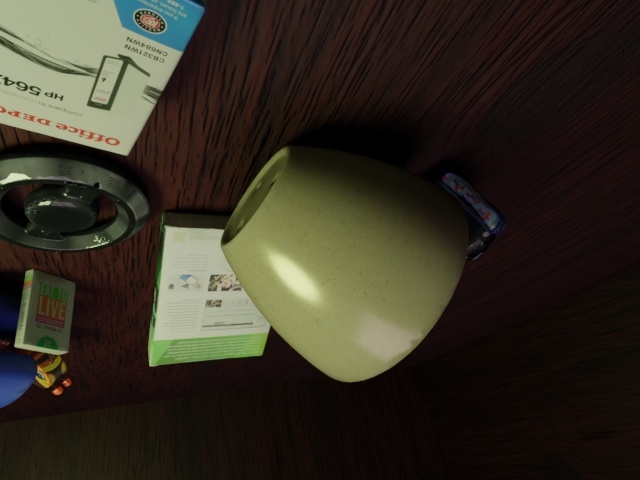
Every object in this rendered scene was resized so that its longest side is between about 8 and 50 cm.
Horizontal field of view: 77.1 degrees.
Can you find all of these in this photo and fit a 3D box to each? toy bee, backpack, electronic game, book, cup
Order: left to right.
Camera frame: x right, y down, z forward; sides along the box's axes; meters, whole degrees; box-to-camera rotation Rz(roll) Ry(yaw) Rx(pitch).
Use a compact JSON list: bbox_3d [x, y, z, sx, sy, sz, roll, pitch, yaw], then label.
[{"bbox_3d":[-0.689,0.306,0.958,0.299,0.162,0.195,-3,-153,44],"label":"toy bee"},{"bbox_3d":[-0.521,0.137,0.761,0.035,0.144,0.096,-16,154,7],"label":"book"},{"bbox_3d":[-0.368,-0.046,0.574,0.230,0.048,0.229,-11,152,-6],"label":"electronic game"},{"bbox_3d":[0.000,0.000,0.585,0.237,0.330,0.331,33,135,-20],"label":"cup"},{"bbox_3d":[0.261,-0.040,0.748,0.117,0.158,0.173,-47,155,22],"label":"backpack"}]

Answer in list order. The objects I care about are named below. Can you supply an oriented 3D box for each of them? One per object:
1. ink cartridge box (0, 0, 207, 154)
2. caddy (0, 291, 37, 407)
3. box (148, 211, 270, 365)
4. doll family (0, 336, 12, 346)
[{"bbox_3d":[-0.206,-0.176,0.339,0.148,0.085,0.203,11,148,-37],"label":"ink cartridge box"},{"bbox_3d":[-0.696,0.205,0.715,0.342,0.241,0.179,-16,162,5],"label":"caddy"},{"bbox_3d":[-0.196,0.102,0.773,0.233,0.058,0.321,3,120,-27],"label":"box"},{"bbox_3d":[-0.675,0.182,0.873,0.193,0.075,0.111,-11,158,8],"label":"doll family"}]
